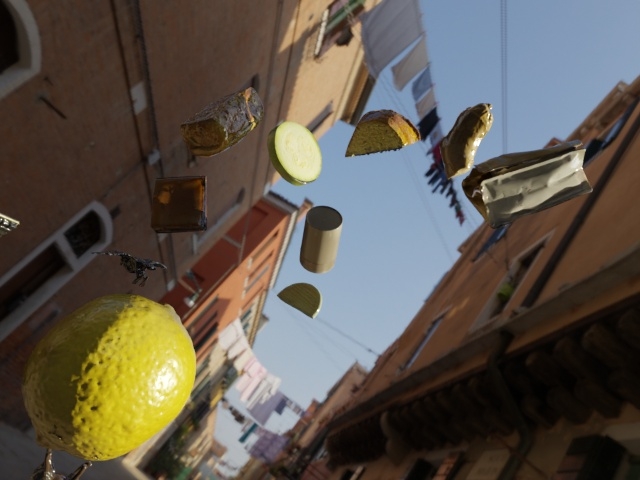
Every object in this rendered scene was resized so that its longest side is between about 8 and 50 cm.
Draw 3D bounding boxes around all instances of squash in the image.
[{"bbox_3d":[-0.094,-0.328,2.173,0.049,0.252,0.252,-19,-62,40],"label":"squash"}]

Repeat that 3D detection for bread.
[{"bbox_3d":[-0.060,0.211,2.108,0.193,0.112,0.036,26,-28,36],"label":"bread"},{"bbox_3d":[-0.299,-0.366,1.769,0.167,0.294,0.132,-15,-66,32],"label":"bread"},{"bbox_3d":[0.186,-0.354,1.848,0.260,0.129,0.134,-7,-69,35],"label":"bread"}]

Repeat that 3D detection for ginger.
[{"bbox_3d":[0.328,-0.227,1.297,0.069,0.190,0.095,25,7,-31],"label":"ginger"}]

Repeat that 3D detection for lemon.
[{"bbox_3d":[-0.416,0.269,1.147,0.336,0.336,0.336,33,-26,18],"label":"lemon"}]

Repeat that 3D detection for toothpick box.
[{"bbox_3d":[0.000,0.000,1.653,0.111,0.111,0.180,31,-41,21],"label":"toothpick box"}]

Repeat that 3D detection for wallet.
[{"bbox_3d":[-0.426,-0.110,1.726,0.161,0.195,0.042,-2,-30,-8],"label":"wallet"}]

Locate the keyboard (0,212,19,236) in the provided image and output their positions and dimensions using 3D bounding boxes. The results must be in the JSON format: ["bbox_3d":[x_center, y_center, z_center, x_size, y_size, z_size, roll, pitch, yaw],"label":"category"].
[{"bbox_3d":[-0.717,-0.065,1.039,0.317,0.106,0.027,40,29,-59],"label":"keyboard"}]

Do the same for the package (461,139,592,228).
[{"bbox_3d":[0.584,-0.200,1.634,0.221,0.311,0.165,-108,179,-52],"label":"package"}]

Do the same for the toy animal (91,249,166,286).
[{"bbox_3d":[-0.441,0.058,1.357,0.108,0.062,0.220,40,9,34],"label":"toy animal"}]

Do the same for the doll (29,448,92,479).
[{"bbox_3d":[-0.658,0.609,1.417,0.139,0.165,0.057,33,-7,-27],"label":"doll"}]
